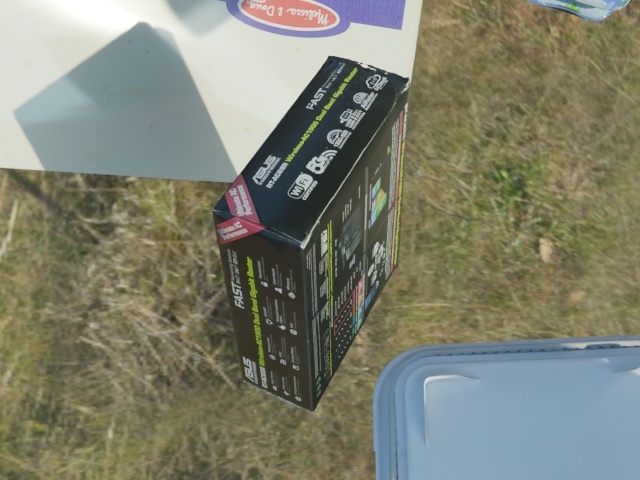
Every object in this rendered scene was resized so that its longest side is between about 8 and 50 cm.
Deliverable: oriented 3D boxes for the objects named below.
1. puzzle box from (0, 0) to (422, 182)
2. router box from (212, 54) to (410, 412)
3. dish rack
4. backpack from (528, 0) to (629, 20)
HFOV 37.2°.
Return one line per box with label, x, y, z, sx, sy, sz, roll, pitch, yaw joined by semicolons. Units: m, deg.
puzzle box;-0.125;-0.171;0.520;0.052;0.409;0.272;-152;67;-62
router box;0.000;0.000;0.392;0.038;0.122;0.092;22;55;18
dish rack;0.182;0.224;0.719;0.286;0.072;0.332;-3;66;7
backpack;0.148;-0.193;0.553;0.084;0.105;0.114;49;125;58
